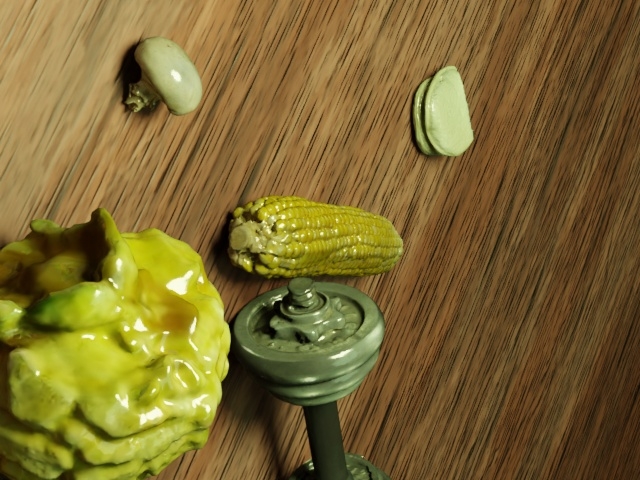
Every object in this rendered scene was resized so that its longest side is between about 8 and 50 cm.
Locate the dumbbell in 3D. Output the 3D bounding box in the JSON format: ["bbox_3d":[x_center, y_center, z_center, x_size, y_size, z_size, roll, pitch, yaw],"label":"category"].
[{"bbox_3d":[0.005,0.223,1.674,0.179,0.179,0.406,-38,130,-43],"label":"dumbbell"}]

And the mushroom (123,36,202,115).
[{"bbox_3d":[-0.162,-0.158,1.424,0.079,0.085,0.085,-29,138,6],"label":"mushroom"}]

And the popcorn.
[{"bbox_3d":[-0.207,0.105,1.301,0.270,0.224,0.257,1,71,-42],"label":"popcorn"}]

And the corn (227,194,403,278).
[{"bbox_3d":[0.000,0.000,1.678,0.320,0.097,0.097,5,96,-57],"label":"corn"}]

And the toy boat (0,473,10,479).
[{"bbox_3d":[-0.328,0.213,1.286,0.206,0.072,0.064,43,63,-53],"label":"toy boat"}]

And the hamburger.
[{"bbox_3d":[0.154,-0.164,1.883,0.084,0.054,0.121,-28,120,-43],"label":"hamburger"}]
